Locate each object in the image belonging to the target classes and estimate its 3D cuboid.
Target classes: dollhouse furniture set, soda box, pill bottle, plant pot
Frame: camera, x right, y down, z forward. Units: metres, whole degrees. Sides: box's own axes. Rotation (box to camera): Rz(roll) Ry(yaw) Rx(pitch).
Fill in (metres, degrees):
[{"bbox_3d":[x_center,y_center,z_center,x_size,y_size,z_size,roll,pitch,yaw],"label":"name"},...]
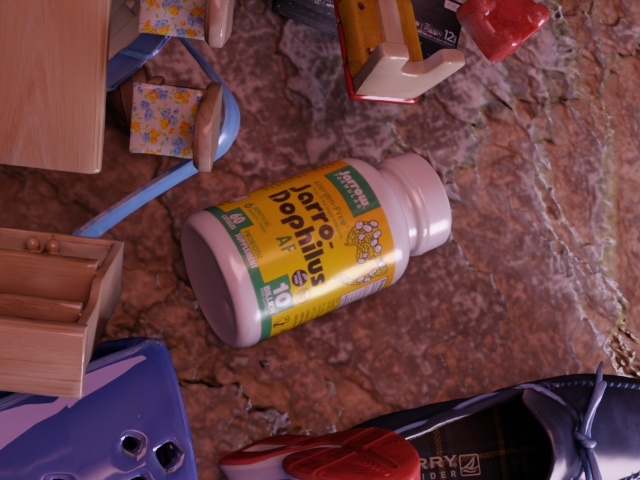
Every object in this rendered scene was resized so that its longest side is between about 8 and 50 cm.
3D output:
[{"bbox_3d":[-0.170,-0.055,0.631,0.212,0.161,0.242,6,107,-3],"label":"dollhouse furniture set"},{"bbox_3d":[0.045,-0.214,0.999,0.169,0.060,0.053,21,66,-12],"label":"soda box"},{"bbox_3d":[0.000,0.000,0.901,0.208,0.117,0.118,-21,84,-22],"label":"pill bottle"},{"bbox_3d":[-0.198,0.203,0.729,0.236,0.236,0.212,-21,91,-22],"label":"plant pot"},{"bbox_3d":[0.078,-0.287,0.953,0.201,0.152,0.374,0,73,-27],"label":"dollhouse furniture set"}]

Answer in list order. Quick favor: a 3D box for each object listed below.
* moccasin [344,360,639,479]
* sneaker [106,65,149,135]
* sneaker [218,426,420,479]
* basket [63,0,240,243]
[{"bbox_3d":[0.173,0.188,0.911,0.342,0.117,0.138,-11,80,-20],"label":"moccasin"},{"bbox_3d":[-0.191,-0.159,0.916,0.071,0.066,0.188,-20,79,-4],"label":"sneaker"},{"bbox_3d":[0.012,0.213,0.805,0.087,0.221,0.128,-18,93,-30],"label":"sneaker"},{"bbox_3d":[-0.224,-0.118,0.785,0.254,0.201,0.289,-35,77,8],"label":"basket"}]
